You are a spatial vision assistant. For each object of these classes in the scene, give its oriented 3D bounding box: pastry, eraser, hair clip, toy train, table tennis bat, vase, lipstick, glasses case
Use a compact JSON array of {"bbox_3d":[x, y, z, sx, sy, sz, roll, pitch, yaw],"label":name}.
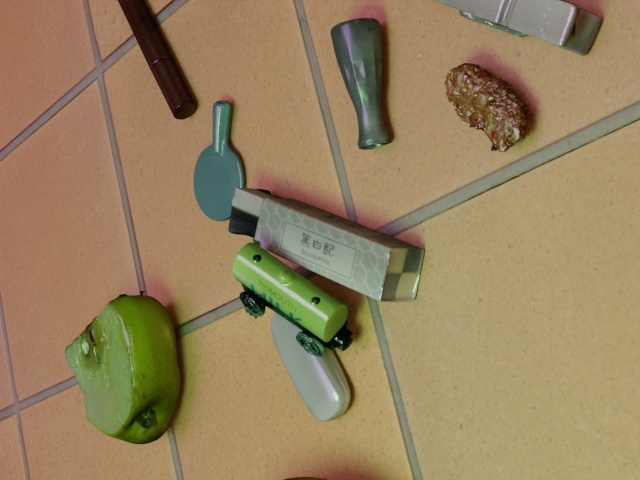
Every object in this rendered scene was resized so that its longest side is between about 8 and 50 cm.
[{"bbox_3d":[0.263,-0.209,1.527,0.169,0.063,0.087,52,133,26],"label":"pastry"},{"bbox_3d":[0.000,0.000,1.764,0.404,0.098,0.096,24,106,42],"label":"eraser"},{"bbox_3d":[0.262,-0.363,1.503,0.331,0.101,0.085,37,112,37],"label":"hair clip"},{"bbox_3d":[-0.053,0.097,1.738,0.253,0.105,0.157,33,157,23],"label":"toy train"},{"bbox_3d":[-0.204,-0.160,2.013,0.153,0.040,0.244,14,104,44],"label":"table tennis bat"},{"bbox_3d":[0.076,-0.265,1.703,0.086,0.086,0.214,-12,86,45],"label":"vase"},{"bbox_3d":[-0.356,-0.410,2.152,0.057,0.057,0.356,-46,59,35],"label":"lipstick"},{"bbox_3d":[-0.020,0.218,1.810,0.092,0.059,0.233,-49,57,31],"label":"glasses case"}]

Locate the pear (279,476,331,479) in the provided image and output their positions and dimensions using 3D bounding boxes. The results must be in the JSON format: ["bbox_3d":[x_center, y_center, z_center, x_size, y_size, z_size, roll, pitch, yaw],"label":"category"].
[{"bbox_3d":[-0.027,0.567,1.611,0.418,0.362,0.362,28,110,48],"label":"pear"}]

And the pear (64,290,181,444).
[{"bbox_3d":[-0.385,0.284,2.105,0.286,0.176,0.281,-42,63,42],"label":"pear"}]
